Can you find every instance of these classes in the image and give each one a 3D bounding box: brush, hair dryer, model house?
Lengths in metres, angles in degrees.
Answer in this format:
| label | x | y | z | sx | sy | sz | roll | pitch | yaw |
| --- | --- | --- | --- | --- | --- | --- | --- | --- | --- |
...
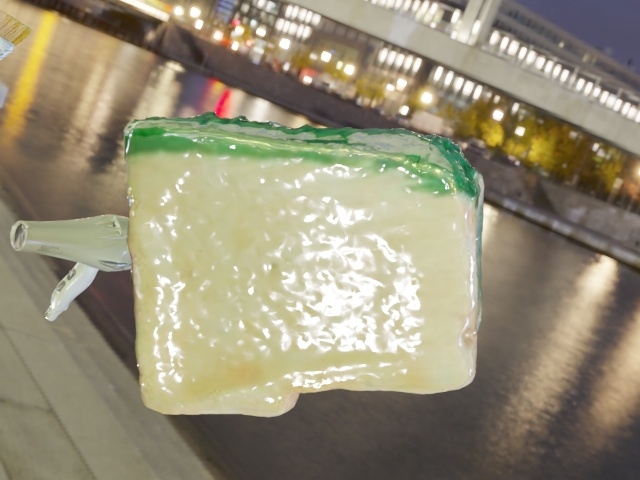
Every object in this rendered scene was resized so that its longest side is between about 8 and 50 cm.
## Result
| label | x | y | z | sx | sy | sz | roll | pitch | yaw |
| --- | --- | --- | --- | --- | --- | --- | --- | --- | --- |
| brush | -0.550 | -0.256 | 1.357 | 0.085 | 0.020 | 0.336 | 35 | 44 | -6 |
| hair dryer | -0.369 | 0.028 | 1.304 | 0.219 | 0.225 | 0.088 | 35 | 25 | -59 |
| model house | 0.000 | 0.000 | 1.085 | 0.382 | 0.334 | 0.342 | 2 | 16 | 9 |
